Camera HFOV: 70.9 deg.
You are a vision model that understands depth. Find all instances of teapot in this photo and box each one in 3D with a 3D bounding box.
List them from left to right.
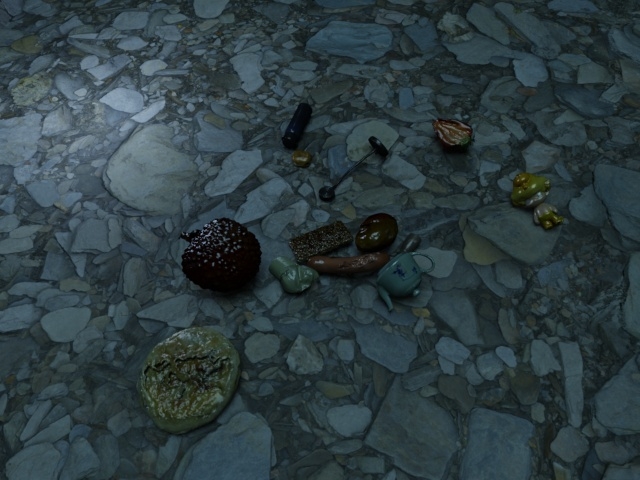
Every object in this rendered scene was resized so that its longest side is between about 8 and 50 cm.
[{"bbox_3d":[0.288,0.131,1.539,0.232,0.159,0.159,-44,61,6],"label":"teapot"}]

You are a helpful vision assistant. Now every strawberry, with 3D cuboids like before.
[{"bbox_3d":[0.574,-0.450,1.943,0.192,0.085,0.140,6,75,11],"label":"strawberry"}]

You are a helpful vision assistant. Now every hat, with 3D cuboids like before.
[{"bbox_3d":[-0.102,0.121,1.586,0.166,0.122,0.081,38,19,-4],"label":"hat"}]

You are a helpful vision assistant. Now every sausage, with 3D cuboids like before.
[{"bbox_3d":[0.095,0.082,1.594,0.304,0.078,0.078,-3,55,18],"label":"sausage"}]

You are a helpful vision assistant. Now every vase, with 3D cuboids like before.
[{"bbox_3d":[0.326,0.024,1.662,0.053,0.053,0.101,31,67,21],"label":"vase"}]

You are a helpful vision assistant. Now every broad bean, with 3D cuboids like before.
[{"bbox_3d":[0.199,-0.030,1.623,0.156,0.122,0.228,-10,11,28],"label":"broad bean"}]

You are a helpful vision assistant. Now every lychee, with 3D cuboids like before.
[{"bbox_3d":[-0.353,0.048,1.561,0.300,0.264,0.264,28,59,-8],"label":"lychee"}]

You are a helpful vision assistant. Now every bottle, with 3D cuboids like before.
[{"bbox_3d":[-0.105,-0.519,2.039,0.072,0.082,0.244,-19,40,47],"label":"bottle"}]

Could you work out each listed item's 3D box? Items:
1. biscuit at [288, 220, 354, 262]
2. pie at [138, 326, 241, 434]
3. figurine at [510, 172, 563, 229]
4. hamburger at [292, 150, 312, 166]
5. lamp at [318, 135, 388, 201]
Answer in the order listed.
[{"bbox_3d":[0.000,0.000,1.698,0.231,0.025,0.131,-23,44,-12],"label":"biscuit"},{"bbox_3d":[-0.414,0.429,1.420,0.339,0.077,0.339,-1,56,2],"label":"pie"},{"bbox_3d":[0.827,-0.159,1.722,0.156,0.131,0.246,-33,70,29],"label":"figurine"},{"bbox_3d":[-0.080,-0.356,1.944,0.083,0.044,0.076,3,56,9],"label":"hamburger"},{"bbox_3d":[0.127,-0.312,1.862,0.371,0.108,0.130,-33,62,-18],"label":"lamp"}]
